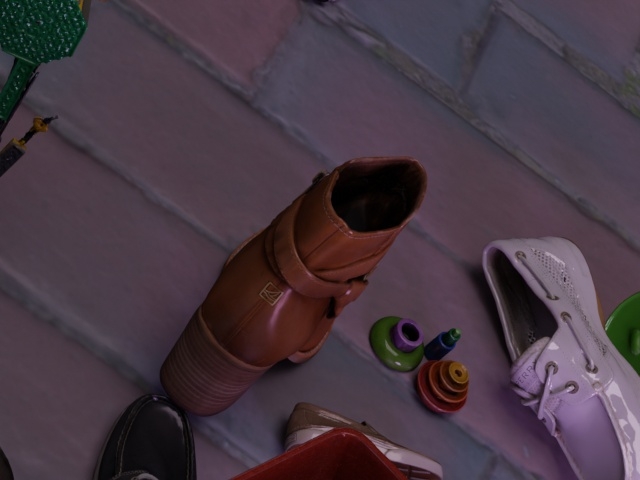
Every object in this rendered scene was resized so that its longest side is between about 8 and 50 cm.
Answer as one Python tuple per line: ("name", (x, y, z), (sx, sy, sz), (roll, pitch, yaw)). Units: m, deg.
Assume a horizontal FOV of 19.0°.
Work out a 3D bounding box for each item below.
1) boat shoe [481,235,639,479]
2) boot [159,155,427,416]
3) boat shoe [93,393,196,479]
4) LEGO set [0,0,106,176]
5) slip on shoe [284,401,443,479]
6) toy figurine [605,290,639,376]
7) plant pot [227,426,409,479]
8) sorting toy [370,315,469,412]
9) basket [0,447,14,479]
("boat shoe", (0.202, 0.114, 1.630), (0.096, 0.098, 0.277), (6, 47, -32))
("boot", (0.000, 0.000, 1.464), (0.109, 0.220, 0.283), (45, 32, 6))
("boat shoe", (-0.118, 0.202, 1.352), (0.084, 0.079, 0.233), (23, 46, -18))
("LEGO set", (-0.296, -0.143, 1.332), (0.255, 0.331, 0.192), (17, 33, -13))
("slip on shoe", (0.036, 0.162, 1.509), (0.135, 0.051, 0.041), (15, 54, -16))
("toy figurine", (0.345, 0.138, 1.713), (0.159, 0.130, 0.173), (12, 75, -40))
("plant pot", (-0.020, 0.322, 1.194), (0.267, 0.236, 0.267), (-21, 55, -42))
("sorting toy", (0.092, 0.095, 1.600), (0.102, 0.042, 0.061), (48, 45, 4))
("basket", (-0.328, 0.188, 1.168), (0.204, 0.154, 0.227), (35, 49, -8))
